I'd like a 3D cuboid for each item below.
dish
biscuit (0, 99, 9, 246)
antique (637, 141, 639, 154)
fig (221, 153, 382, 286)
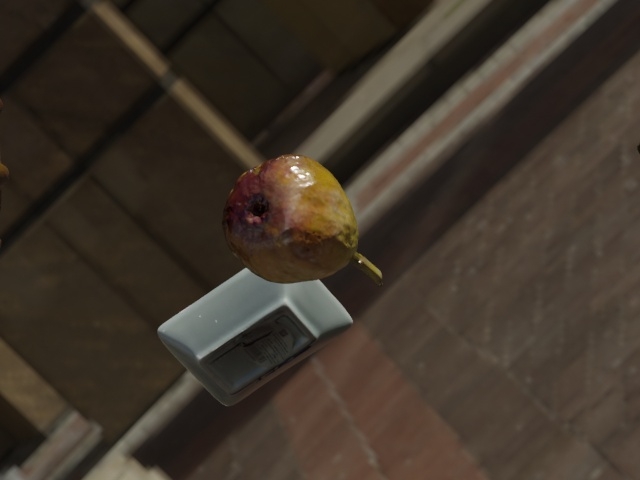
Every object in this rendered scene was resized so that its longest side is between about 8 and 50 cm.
[{"bbox_3d":[-0.093,0.143,2.499,0.243,0.182,0.080,-34,28,12],"label":"dish"},{"bbox_3d":[-0.324,-0.047,1.068,0.103,0.332,0.332,1,35,29],"label":"biscuit"},{"bbox_3d":[0.474,-0.040,2.052,0.081,0.221,0.080,-29,3,-16],"label":"antique"},{"bbox_3d":[0.000,0.000,2.109,0.159,0.257,0.159,-21,54,31],"label":"fig"}]
